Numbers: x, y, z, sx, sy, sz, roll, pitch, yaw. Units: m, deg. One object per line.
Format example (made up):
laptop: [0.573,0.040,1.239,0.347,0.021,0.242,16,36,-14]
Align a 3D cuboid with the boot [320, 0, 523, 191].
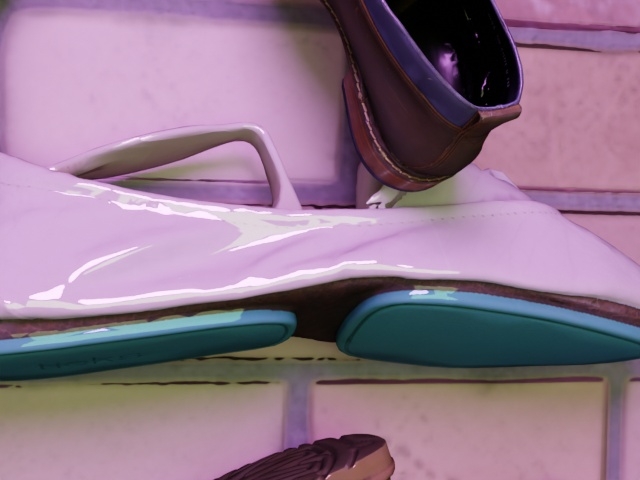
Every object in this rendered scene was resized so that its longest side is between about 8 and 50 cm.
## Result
boot: [0.035,-0.136,0.552,0.082,0.106,0.219,-21,90,-18]

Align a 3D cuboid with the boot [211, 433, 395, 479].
boot: [-0.022,0.265,0.649,0.236,0.089,0.269,-25,97,-3]

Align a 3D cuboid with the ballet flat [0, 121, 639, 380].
ballet flat: [0.000,0.000,0.635,0.400,0.139,0.139,0,91,-14]
